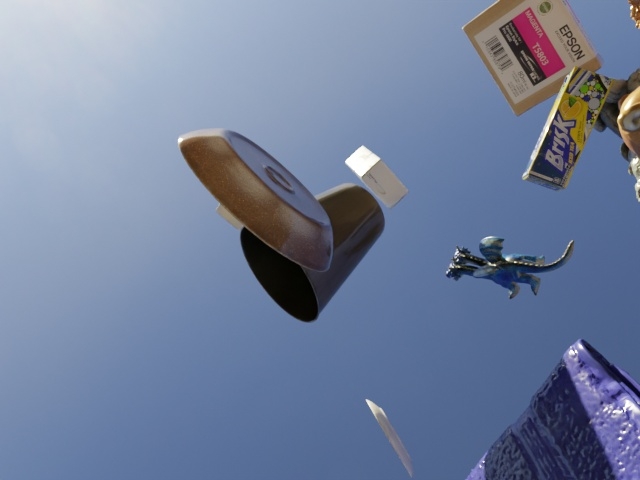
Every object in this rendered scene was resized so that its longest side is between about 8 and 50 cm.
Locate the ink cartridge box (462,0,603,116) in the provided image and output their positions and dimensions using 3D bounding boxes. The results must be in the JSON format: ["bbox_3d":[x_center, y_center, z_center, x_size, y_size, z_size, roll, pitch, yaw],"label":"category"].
[{"bbox_3d":[0.452,-0.418,1.182,0.193,0.234,0.088,-30,-172,37],"label":"ink cartridge box"}]

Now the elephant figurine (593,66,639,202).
[{"bbox_3d":[0.620,-0.189,1.029,0.186,0.169,0.239,-30,-111,17],"label":"elephant figurine"}]

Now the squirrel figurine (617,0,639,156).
[{"bbox_3d":[0.604,-0.295,0.808,0.371,0.396,0.281,-28,-169,38],"label":"squirrel figurine"}]

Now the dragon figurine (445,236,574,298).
[{"bbox_3d":[0.354,0.047,1.086,0.144,0.289,0.085,21,-104,-7],"label":"dragon figurine"}]

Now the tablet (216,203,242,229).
[{"bbox_3d":[-0.124,-0.064,0.851,0.054,0.006,0.083,38,-72,18],"label":"tablet"}]

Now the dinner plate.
[{"bbox_3d":[0.117,0.319,0.902,0.017,0.141,0.141,-29,-128,-5],"label":"dinner plate"}]

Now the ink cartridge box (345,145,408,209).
[{"bbox_3d":[0.130,-0.149,1.286,0.063,0.109,0.150,-43,-156,6],"label":"ink cartridge box"}]

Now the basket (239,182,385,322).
[{"bbox_3d":[0.000,0.000,1.007,0.227,0.204,0.154,-39,-173,-35],"label":"basket"}]

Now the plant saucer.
[{"bbox_3d":[-0.052,-0.051,0.558,0.036,0.199,0.198,-47,-129,12],"label":"plant saucer"}]

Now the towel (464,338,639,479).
[{"bbox_3d":[0.283,0.295,0.639,0.308,0.076,0.227,-60,-165,19],"label":"towel"}]

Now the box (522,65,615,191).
[{"bbox_3d":[0.359,-0.160,0.808,0.059,0.054,0.168,23,-87,10],"label":"box"}]
